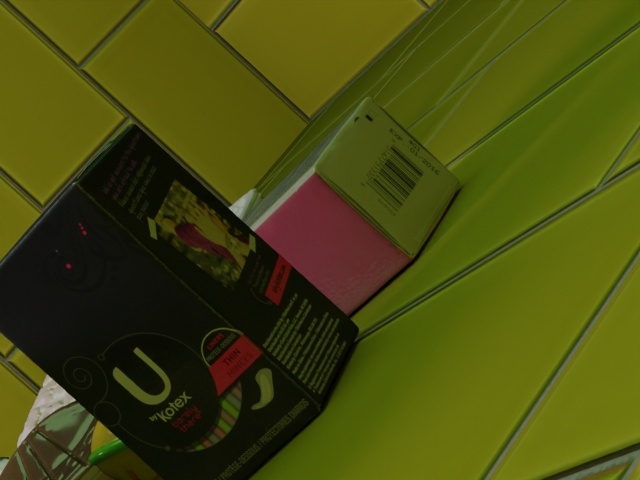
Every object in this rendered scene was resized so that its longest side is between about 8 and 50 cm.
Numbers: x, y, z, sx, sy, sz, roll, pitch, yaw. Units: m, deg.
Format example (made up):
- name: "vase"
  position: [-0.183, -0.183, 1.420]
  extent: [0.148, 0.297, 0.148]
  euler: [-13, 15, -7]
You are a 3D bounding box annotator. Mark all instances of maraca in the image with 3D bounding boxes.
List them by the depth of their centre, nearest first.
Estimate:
- name: "maraca"
  position: [-0.139, 0.177, 1.739]
  extent: [0.185, 0.099, 0.127]
  euler: [-21, -4, -26]

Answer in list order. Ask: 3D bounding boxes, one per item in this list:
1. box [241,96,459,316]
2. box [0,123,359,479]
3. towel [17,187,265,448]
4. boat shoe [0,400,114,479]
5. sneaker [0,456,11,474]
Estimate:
- name: "box"
  position: [0.000, 0.000, 1.720]
  extent: [0.232, 0.127, 0.148]
  euler: [-43, 8, 39]
- name: "box"
  position: [-0.128, 0.064, 1.511]
  extent: [0.165, 0.270, 0.143]
  euler: [-45, 6, 28]
- name: "towel"
  position: [-0.214, 0.099, 2.217]
  extent: [0.317, 0.053, 0.332]
  euler: [-24, 31, 39]
- name: "boat shoe"
  position: [-0.217, 0.221, 1.957]
  extent: [0.341, 0.110, 0.121]
  euler: [-43, 39, 1]
- name: "sneaker"
  position: [-0.450, 0.348, 2.216]
  extent: [0.384, 0.145, 0.147]
  euler: [-10, 39, 50]
